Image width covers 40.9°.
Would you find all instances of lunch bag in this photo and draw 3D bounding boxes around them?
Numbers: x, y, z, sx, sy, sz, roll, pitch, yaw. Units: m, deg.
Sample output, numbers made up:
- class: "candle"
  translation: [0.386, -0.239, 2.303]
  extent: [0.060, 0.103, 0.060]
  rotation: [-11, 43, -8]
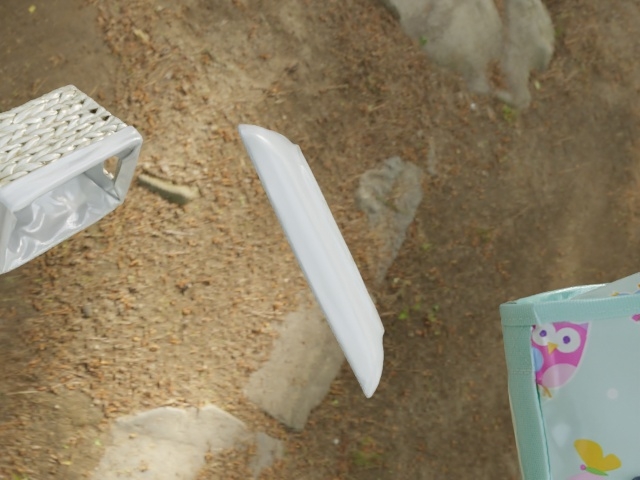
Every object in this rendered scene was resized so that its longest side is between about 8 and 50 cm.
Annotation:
- class: "lunch bag"
  translation: [0.214, 0.121, 0.451]
  extent: [0.262, 0.160, 0.223]
  rotation: [-6, 88, -30]

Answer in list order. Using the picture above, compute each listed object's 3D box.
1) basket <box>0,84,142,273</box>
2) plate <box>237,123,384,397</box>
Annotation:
- class: "basket"
  translation: [-0.275, -0.065, 0.837]
  extent: [0.103, 0.113, 0.167]
  rotation: [42, 47, 9]
- class: "plate"
  translation: [0.000, 0.000, 0.896]
  extent: [0.045, 0.277, 0.278]
  rotation: [-25, 96, 3]
